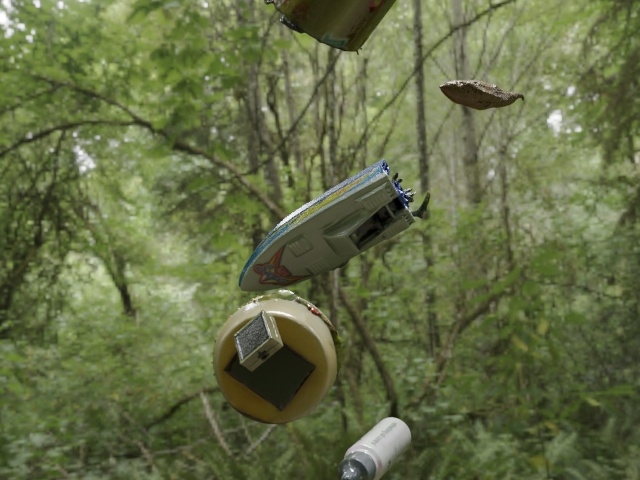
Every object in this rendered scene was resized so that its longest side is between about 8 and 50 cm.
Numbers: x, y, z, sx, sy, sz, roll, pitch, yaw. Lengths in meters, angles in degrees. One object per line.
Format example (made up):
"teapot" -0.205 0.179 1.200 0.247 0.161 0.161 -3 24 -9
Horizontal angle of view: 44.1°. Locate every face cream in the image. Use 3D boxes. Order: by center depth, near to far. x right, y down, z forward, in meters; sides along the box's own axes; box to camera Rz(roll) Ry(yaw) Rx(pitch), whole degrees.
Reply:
"face cream" 0.110 0.469 1.714 0.092 0.092 0.311 -6 3 25

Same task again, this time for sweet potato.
"sweet potato" 0.331 -0.295 1.609 0.205 0.060 0.068 0 4 -28

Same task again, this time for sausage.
"sausage" 0.083 -0.344 0.833 0.125 0.117 0.317 14 -52 -44

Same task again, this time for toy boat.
"toy boat" 0.000 0.000 1.213 0.295 0.088 0.129 -31 -43 7

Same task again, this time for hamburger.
"hamburger" -0.096 0.265 1.756 0.302 0.302 0.170 -4 7 4

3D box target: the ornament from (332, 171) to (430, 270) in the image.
"ornament" 0.108 -0.040 1.614 0.236 0.202 0.080 -9 -33 37

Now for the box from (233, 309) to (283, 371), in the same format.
"box" -0.113 0.182 1.424 0.079 0.083 0.035 -41 -53 12
